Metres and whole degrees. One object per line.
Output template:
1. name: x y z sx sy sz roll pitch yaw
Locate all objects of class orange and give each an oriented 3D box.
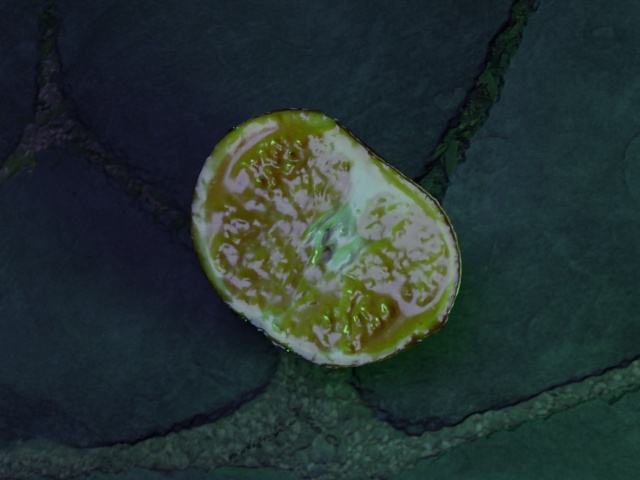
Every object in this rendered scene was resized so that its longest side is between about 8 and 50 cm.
1. orange: 0.001 -0.004 1.644 0.310 0.274 0.274 29 66 -19
